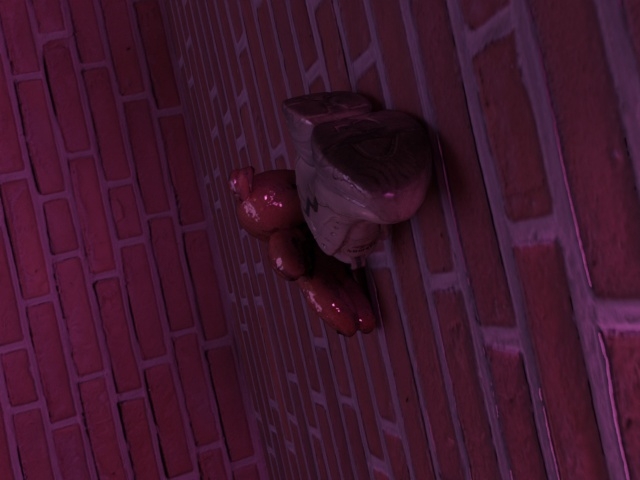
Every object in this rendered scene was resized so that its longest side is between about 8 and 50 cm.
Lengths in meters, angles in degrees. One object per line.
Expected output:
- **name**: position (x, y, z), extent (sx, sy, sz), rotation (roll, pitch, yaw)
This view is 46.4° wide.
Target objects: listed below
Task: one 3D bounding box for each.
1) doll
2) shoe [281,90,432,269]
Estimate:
- **doll**: position (0.000, 0.000, 1.134), extent (0.303, 0.156, 0.201), rotation (50, -165, 18)
- **shoe**: position (0.048, -0.055, 0.927), extent (0.342, 0.132, 0.210), rotation (-127, 25, -62)
